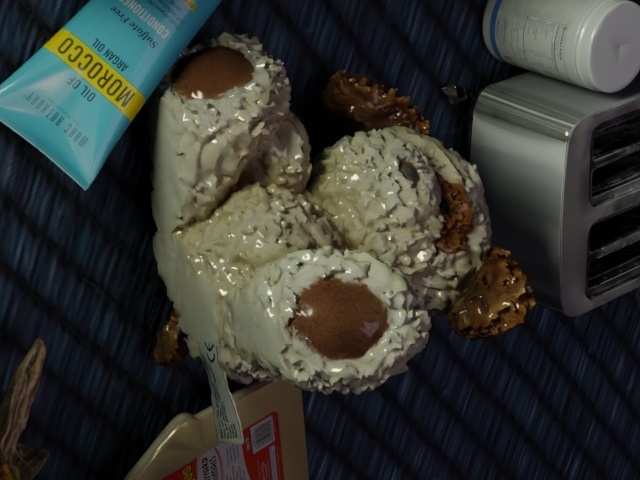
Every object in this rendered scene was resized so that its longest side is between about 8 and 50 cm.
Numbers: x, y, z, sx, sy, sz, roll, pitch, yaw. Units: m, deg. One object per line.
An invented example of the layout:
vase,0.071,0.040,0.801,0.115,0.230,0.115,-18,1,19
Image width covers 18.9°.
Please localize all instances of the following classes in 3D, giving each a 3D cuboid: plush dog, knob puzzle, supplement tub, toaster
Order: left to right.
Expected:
knob puzzle,-0.091,0.191,1.333,0.213,0.030,0.213,-26,132,-33
plush dog,0.013,0.002,1.250,0.225,0.262,0.210,-15,151,-28
supplement tub,0.177,-0.152,1.399,0.071,0.107,0.071,-19,119,-38
toaster,0.191,-0.048,1.456,0.186,0.110,0.168,-20,119,-37

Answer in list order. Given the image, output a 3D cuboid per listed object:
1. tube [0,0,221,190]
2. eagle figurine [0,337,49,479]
tube,-0.109,-0.133,1.168,0.080,0.052,0.207,39,75,-2
eagle figurine,-0.093,0.230,1.132,0.225,0.298,0.226,-58,172,-75
